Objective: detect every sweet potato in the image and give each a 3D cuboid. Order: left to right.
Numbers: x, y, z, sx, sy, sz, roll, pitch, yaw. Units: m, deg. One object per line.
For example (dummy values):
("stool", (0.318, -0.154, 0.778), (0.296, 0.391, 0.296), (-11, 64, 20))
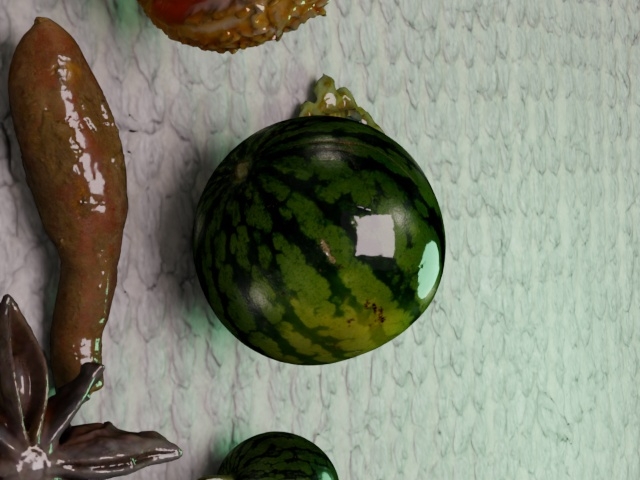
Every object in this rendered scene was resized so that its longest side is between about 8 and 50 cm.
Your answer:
("sweet potato", (-0.243, -0.031, 1.308), (0.109, 0.109, 0.385), (-20, 107, -49))

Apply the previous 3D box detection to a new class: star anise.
("star anise", (-0.266, 0.204, 1.258), (0.257, 0.110, 0.198), (42, 75, -26))

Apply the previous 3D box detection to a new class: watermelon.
("watermelon", (-0.063, 0.285, 1.480), (0.187, 0.140, 0.141), (21, 72, -42))
("watermelon", (0.000, 0.000, 1.455), (0.285, 0.285, 0.285), (4, 85, -50))

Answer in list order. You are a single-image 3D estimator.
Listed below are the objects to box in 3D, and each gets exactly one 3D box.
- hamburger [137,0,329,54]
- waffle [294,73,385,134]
("hamburger", (-0.095, -0.363, 1.334), (0.250, 0.330, 0.330), (31, 64, -45))
("waffle", (0.026, -0.076, 1.667), (0.204, 0.054, 0.223), (52, 54, -35))
